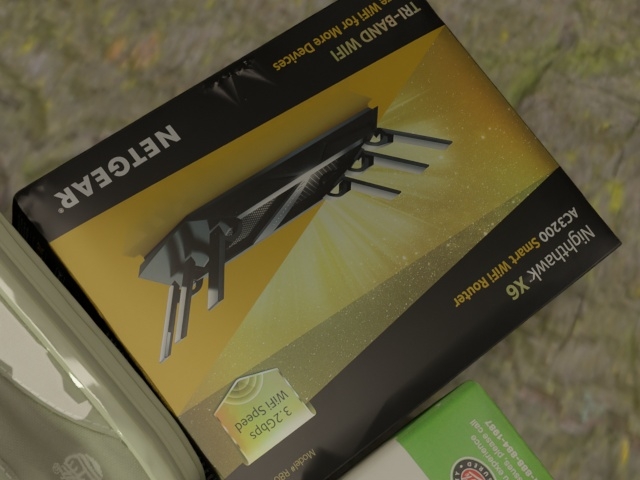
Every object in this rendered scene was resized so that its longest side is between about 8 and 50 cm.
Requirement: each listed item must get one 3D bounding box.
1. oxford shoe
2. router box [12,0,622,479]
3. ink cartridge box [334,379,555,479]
[{"bbox_3d":[-0.250,0.012,0.677,0.130,0.169,0.449,-41,90,-21],"label":"oxford shoe"},{"bbox_3d":[0.000,0.000,0.785,0.309,0.081,0.243,-35,83,-22],"label":"router box"},{"bbox_3d":[0.033,0.242,0.691,0.273,0.115,0.198,-34,82,-22],"label":"ink cartridge box"}]
